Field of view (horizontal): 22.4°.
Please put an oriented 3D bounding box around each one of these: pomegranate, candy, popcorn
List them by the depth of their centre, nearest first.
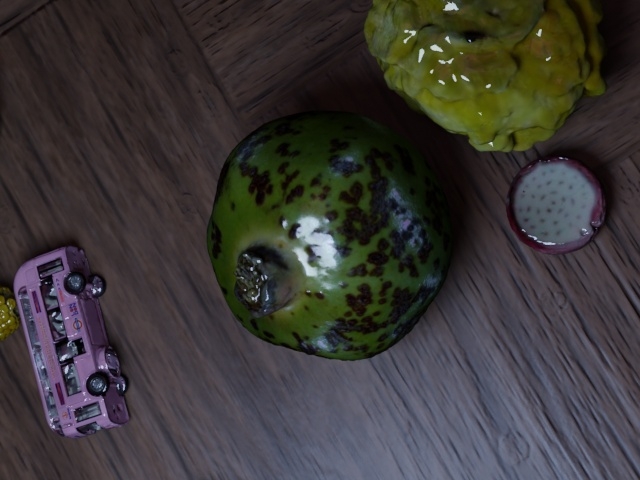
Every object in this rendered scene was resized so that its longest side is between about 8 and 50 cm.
[{"bbox_3d":[0.000,0.000,1.588,0.254,0.270,0.254,11,111,30],"label":"pomegranate"},{"bbox_3d":[0.164,-0.215,1.600,0.233,0.192,0.266,-26,96,4],"label":"popcorn"},{"bbox_3d":[0.239,-0.036,1.640,0.103,0.043,0.103,-2,84,14],"label":"candy"}]

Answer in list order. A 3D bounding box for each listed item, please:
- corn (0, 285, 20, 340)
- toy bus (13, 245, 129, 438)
[{"bbox_3d":[-0.419,0.112,1.778,0.207,0.068,0.068,-29,78,9],"label":"corn"},{"bbox_3d":[-0.268,0.111,1.744,0.090,0.063,0.203,-20,78,14],"label":"toy bus"}]
